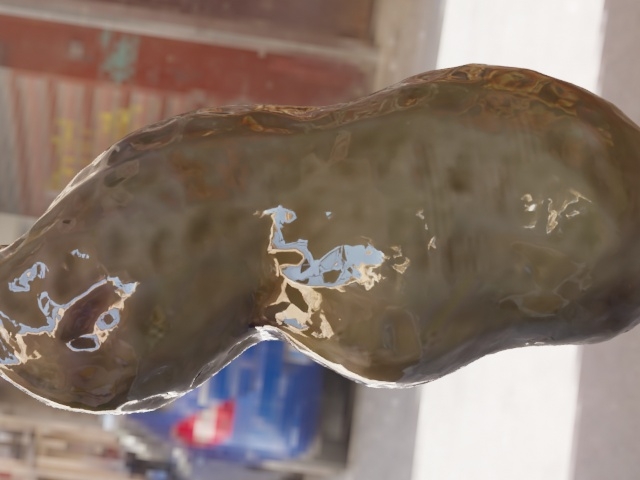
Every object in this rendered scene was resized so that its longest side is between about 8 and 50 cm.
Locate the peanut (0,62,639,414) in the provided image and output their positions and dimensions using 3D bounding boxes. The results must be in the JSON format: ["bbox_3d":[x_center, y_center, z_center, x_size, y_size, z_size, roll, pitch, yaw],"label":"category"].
[{"bbox_3d":[0.000,0.001,0.610,0.086,0.228,0.104,84,179,-52],"label":"peanut"}]
